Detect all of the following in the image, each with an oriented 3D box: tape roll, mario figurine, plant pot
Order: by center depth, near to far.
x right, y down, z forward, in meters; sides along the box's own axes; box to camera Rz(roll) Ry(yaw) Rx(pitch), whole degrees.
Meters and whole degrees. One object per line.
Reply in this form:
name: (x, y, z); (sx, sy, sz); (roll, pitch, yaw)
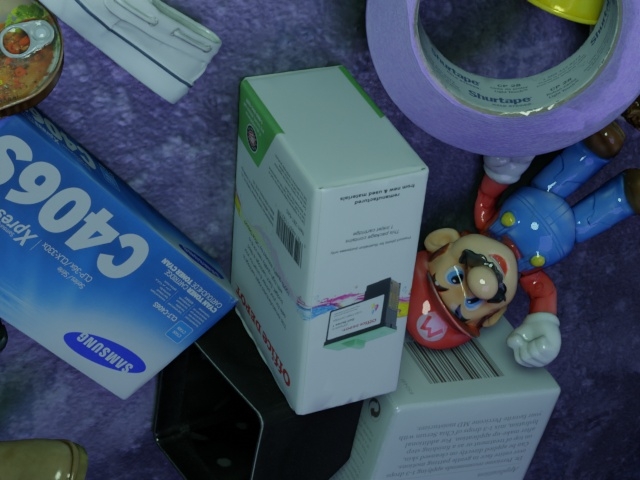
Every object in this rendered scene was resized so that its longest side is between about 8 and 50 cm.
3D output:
tape roll: (0.180, -0.219, 1.250); (0.275, 0.090, 0.275); (1, 119, 3)
mario figurine: (0.226, 0.007, 1.467); (0.320, 0.198, 0.170); (-39, 146, -2)
plant pot: (-0.060, 0.183, 1.467); (0.167, 0.188, 0.187); (-15, 132, -34)

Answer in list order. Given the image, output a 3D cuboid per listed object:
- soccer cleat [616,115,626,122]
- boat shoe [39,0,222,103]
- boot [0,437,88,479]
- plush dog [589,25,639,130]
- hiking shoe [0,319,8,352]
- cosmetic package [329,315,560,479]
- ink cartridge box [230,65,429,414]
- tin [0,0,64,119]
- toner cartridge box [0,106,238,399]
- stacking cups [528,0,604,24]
soccer cleat: (0.398, -0.142, 1.525); (0.196, 0.068, 0.076); (-5, 130, -28)
boat shoe: (-0.182, -0.215, 1.148); (0.084, 0.095, 0.258); (-46, 143, 6)
boot: (-0.397, 0.209, 1.298); (0.236, 0.089, 0.269); (-18, 146, 37)
plush dog: (0.391, -0.230, 1.403); (0.225, 0.210, 0.262); (-10, 102, -3)
hiking shoe: (-0.437, 0.087, 1.222); (0.304, 0.113, 0.132); (24, 110, -39)
cosmetic package: (0.097, 0.313, 1.653); (0.230, 0.161, 0.453); (-2, 126, -27)
ink cartridge box: (0.000, 0.000, 1.326); (0.117, 0.201, 0.278); (-11, 129, -20)
tin: (-0.307, -0.143, 1.123); (0.190, 0.106, 0.040); (-22, 175, -10)
toner cartridge box: (-0.247, 0.008, 1.289); (0.165, 0.075, 0.348); (-40, 134, 7)
stacking cups: (0.283, -0.368, 1.275); (0.096, 0.096, 0.316); (2, 120, -29)
